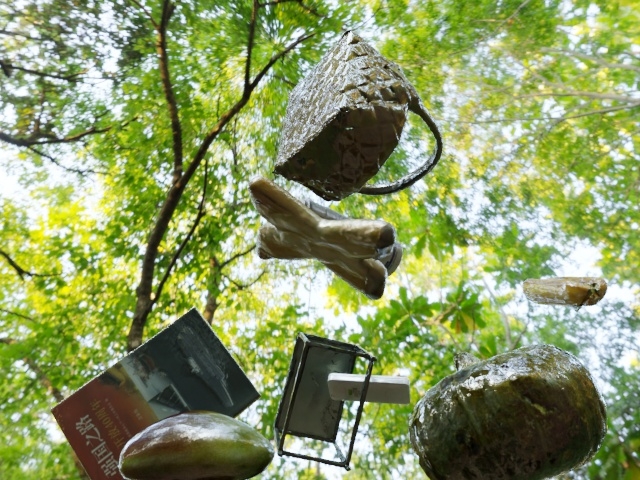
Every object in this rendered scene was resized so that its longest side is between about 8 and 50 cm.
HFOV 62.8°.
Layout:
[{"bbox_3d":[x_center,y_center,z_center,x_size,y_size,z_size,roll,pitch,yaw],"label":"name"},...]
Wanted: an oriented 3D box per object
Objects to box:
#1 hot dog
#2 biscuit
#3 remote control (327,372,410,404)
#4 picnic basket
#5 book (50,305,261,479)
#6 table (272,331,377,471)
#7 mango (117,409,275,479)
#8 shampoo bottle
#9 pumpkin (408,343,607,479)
[{"bbox_3d":[0.511,0.111,1.107,0.100,0.249,0.068,-5,-94,-2],"label":"hot dog"},{"bbox_3d":[0.000,-0.001,0.727,0.207,0.047,0.164,21,-37,14],"label":"biscuit"},{"bbox_3d":[0.149,0.455,1.606,0.249,0.034,0.103,-2,-54,14],"label":"remote control"},{"bbox_3d":[0.100,-0.209,1.089,0.337,0.337,0.293,41,-47,-17],"label":"picnic basket"},{"bbox_3d":[-0.353,0.354,1.143,0.373,0.028,0.263,-36,-106,-18],"label":"book"},{"bbox_3d":[0.004,0.481,1.619,0.222,0.272,0.335,14,-96,-6],"label":"table"},{"bbox_3d":[-0.199,0.329,0.831,0.267,0.133,0.111,-10,-98,19],"label":"mango"},{"bbox_3d":[0.036,-0.014,1.148,0.303,0.092,0.092,26,-74,-21],"label":"shampoo bottle"},{"bbox_3d":[0.311,0.252,0.828,0.324,0.242,0.232,-1,-44,-42],"label":"pumpkin"}]
